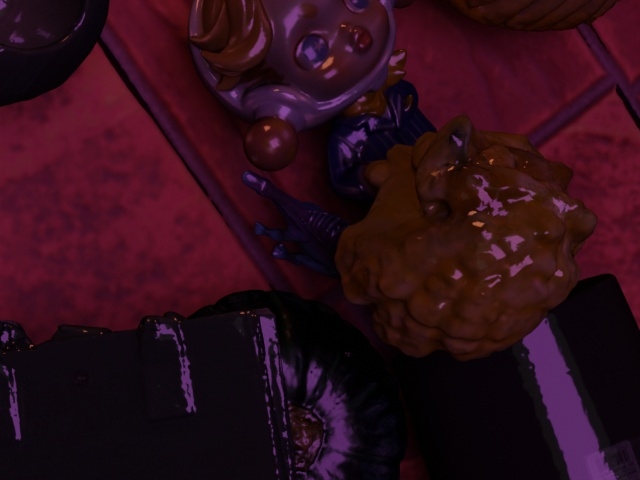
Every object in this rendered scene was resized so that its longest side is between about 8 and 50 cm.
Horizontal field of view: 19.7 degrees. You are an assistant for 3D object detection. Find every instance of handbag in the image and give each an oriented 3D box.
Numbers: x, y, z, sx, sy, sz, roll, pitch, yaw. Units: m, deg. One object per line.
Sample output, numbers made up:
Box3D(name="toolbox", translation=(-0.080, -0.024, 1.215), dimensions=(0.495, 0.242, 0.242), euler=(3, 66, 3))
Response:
Box3D(name="handbag", translation=(-0.133, 0.173, 1.190), dimensions=(0.247, 0.079, 0.260), euler=(-8, 93, 13))

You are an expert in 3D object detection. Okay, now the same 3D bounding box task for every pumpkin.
Box3D(name="pumpkin", translation=(-0.035, 0.135, 1.281), dimensions=(0.202, 0.140, 0.202), euler=(0, 91, -16))

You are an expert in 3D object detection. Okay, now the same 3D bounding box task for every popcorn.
Box3D(name="popcorn", translation=(0.093, -0.004, 1.220), dimensions=(0.142, 0.173, 0.173), euler=(25, 80, -42))

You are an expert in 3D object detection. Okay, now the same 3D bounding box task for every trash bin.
Box3D(name="trash bin", translation=(0.187, 0.209, 1.320), dimensions=(0.214, 0.214, 0.334), euler=(-23, 89, -18))

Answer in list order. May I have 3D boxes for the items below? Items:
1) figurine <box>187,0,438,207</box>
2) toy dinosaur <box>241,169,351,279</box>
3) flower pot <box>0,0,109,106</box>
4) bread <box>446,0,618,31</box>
Box3D(name="figurine", translation=(0.021, -0.111, 1.319), dimensions=(0.274, 0.133, 0.194), euler=(26, 71, -31))
Box3D(name="toy dinosaur", translation=(0.000, 0.000, 1.324), dimensions=(0.197, 0.080, 0.045), euler=(39, 77, -40))
Box3D(name="flower pot", translation=(-0.252, -0.192, 1.207), dimensions=(0.243, 0.157, 0.189), euler=(36, 77, -13))
Box3D(name="bread", translation=(0.165, -0.265, 1.339), dimensions=(0.240, 0.139, 0.240), euler=(2, 86, -41))
